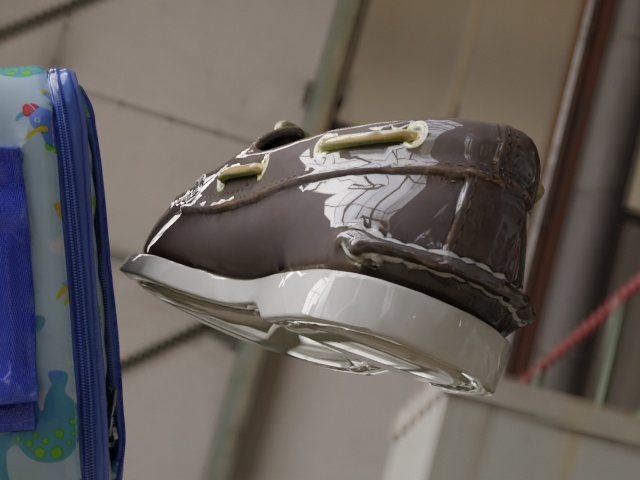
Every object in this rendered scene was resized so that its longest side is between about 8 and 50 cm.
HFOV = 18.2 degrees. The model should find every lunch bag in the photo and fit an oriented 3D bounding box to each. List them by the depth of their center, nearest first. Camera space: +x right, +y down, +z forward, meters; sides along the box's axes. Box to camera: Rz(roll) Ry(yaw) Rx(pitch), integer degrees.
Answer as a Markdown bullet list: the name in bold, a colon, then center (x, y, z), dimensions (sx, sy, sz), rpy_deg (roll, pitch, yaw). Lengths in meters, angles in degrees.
- **lunch bag**: center (-0.147, 0.032, 0.953), dimensions (0.090, 0.219, 0.176), rpy_deg (-4, -10, -11)

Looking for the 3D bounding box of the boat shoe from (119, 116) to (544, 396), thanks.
- **boat shoe**: center (0.000, 0.000, 0.877), dimensions (0.117, 0.096, 0.324), rpy_deg (23, -8, -19)
